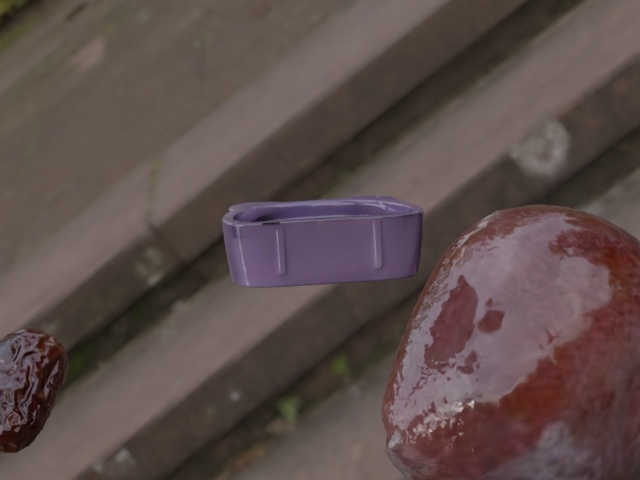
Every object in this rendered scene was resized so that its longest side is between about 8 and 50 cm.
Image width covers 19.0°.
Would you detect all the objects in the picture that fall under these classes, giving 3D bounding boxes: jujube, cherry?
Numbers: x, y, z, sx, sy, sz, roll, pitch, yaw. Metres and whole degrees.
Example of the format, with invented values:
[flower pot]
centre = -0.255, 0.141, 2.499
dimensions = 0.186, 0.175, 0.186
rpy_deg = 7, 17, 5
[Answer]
[jujube]
centre = -0.283, 0.142, 1.788
dimensions = 0.077, 0.077, 0.129
rpy_deg = -28, 34, 39
[cherry]
centre = 0.174, 0.106, 1.544
dimensions = 0.307, 0.261, 0.221
rpy_deg = -24, 18, -40

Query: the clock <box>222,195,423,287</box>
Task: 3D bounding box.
[clock]
centre = 0.000, 0.000, 1.467
dimensions = 0.153, 0.050, 0.110
rpy_deg = -3, 10, -7
